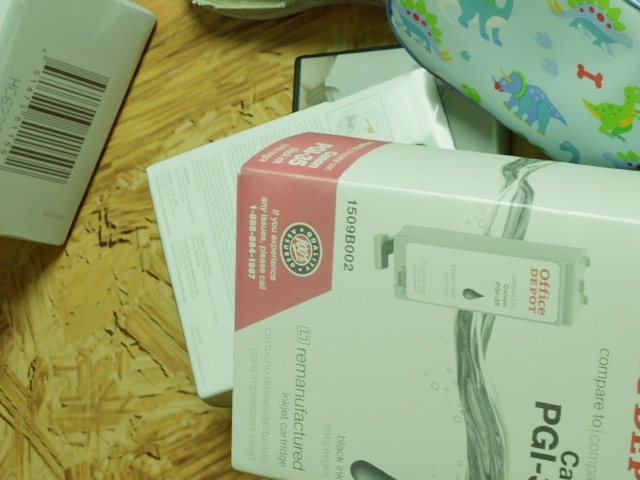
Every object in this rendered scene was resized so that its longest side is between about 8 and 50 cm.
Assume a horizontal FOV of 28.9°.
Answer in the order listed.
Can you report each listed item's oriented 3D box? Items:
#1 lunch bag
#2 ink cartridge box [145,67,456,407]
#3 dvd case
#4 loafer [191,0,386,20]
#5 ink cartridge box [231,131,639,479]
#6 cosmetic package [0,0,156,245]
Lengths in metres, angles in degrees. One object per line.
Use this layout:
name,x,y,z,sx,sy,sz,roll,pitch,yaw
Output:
lunch bag,0.147,-0.144,0.763,0.219,0.176,0.090,39,65,20
ink cartridge box,0.000,0.000,0.915,0.232,0.066,0.189,-18,72,8
dvd case,0.052,-0.020,0.914,0.180,0.022,0.253,-1,83,32
loafer,-0.018,-0.225,0.945,0.268,0.092,0.102,4,86,33
ink cartridge box,0.097,0.056,0.755,0.283,0.117,0.207,8,107,21
cosmetic package,-0.389,-0.193,1.138,0.453,0.161,0.230,28,98,33
